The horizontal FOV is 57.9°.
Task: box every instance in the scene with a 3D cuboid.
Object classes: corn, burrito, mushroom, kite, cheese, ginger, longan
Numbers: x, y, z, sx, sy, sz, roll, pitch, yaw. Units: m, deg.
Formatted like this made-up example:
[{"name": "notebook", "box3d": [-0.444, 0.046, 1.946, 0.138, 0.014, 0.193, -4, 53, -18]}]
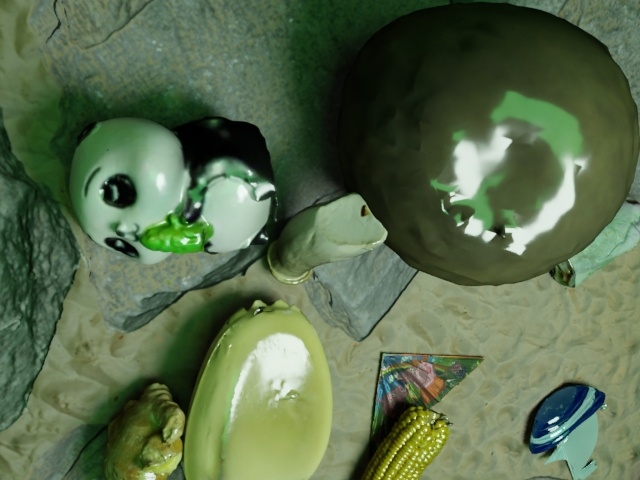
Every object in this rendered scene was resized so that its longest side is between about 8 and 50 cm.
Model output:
[{"name": "corn", "box3d": [0.134, 0.450, 1.100, 0.102, 0.102, 0.312, 29, 94, -25]}, {"name": "burrito", "box3d": [0.572, -0.002, 1.184, 0.229, 0.089, 0.143, -30, 114, -11]}, {"name": "mushroom", "box3d": [-0.006, -0.002, 0.876, 0.108, 0.247, 0.096, 6, 70, -32]}, {"name": "kite", "box3d": [0.184, 0.295, 1.142, 0.321, 0.016, 0.233, -39, 112, -9]}, {"name": "cheese", "box3d": [-0.089, 0.251, 0.936, 0.260, 0.128, 0.315, 3, 92, -42]}, {"name": "ginger", "box3d": [-0.274, 0.332, 0.897, 0.102, 0.157, 0.216, 17, 100, -48]}, {"name": "longan", "box3d": [0.241, -0.131, 0.857, 0.436, 0.404, 0.403, 6, 101, -24]}]

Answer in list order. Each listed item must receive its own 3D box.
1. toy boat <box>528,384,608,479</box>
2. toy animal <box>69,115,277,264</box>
[{"name": "toy boat", "box3d": [0.583, 0.462, 1.317, 0.221, 0.067, 0.291, -35, 116, -11]}, {"name": "toy animal", "box3d": [-0.198, -0.067, 0.793, 0.267, 0.213, 0.212, -12, 107, -22]}]
